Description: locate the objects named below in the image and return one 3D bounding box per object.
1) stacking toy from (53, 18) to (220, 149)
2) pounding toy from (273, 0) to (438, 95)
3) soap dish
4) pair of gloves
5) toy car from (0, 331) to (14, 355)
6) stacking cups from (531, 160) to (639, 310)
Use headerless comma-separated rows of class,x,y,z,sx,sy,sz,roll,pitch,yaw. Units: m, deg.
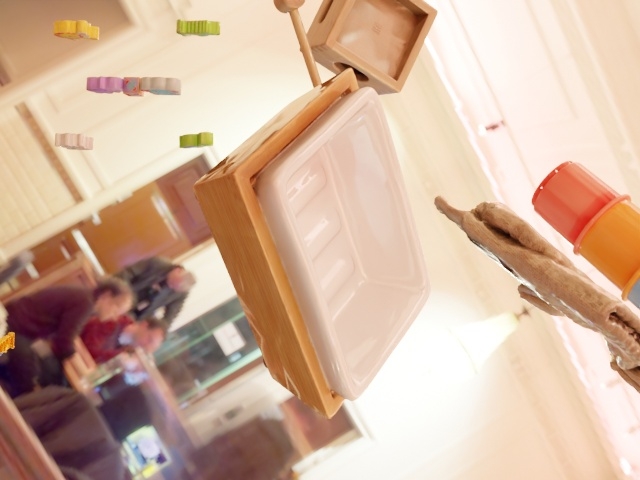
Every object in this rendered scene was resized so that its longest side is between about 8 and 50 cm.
stacking toy,-0.242,-0.203,1.196,0.052,0.221,0.166,6,85,-81
pounding toy,0.019,-0.272,1.206,0.206,0.181,0.094,28,-7,-25
soap dish,0.000,0.000,0.956,0.118,0.229,0.290,1,-56,34
pair of gloves,0.194,0.061,0.642,0.240,0.042,0.204,36,10,-35
toy car,-0.448,0.164,1.204,0.060,0.122,0.040,30,25,9
stacking cups,0.319,0.044,0.807,0.316,0.096,0.096,45,-13,24
